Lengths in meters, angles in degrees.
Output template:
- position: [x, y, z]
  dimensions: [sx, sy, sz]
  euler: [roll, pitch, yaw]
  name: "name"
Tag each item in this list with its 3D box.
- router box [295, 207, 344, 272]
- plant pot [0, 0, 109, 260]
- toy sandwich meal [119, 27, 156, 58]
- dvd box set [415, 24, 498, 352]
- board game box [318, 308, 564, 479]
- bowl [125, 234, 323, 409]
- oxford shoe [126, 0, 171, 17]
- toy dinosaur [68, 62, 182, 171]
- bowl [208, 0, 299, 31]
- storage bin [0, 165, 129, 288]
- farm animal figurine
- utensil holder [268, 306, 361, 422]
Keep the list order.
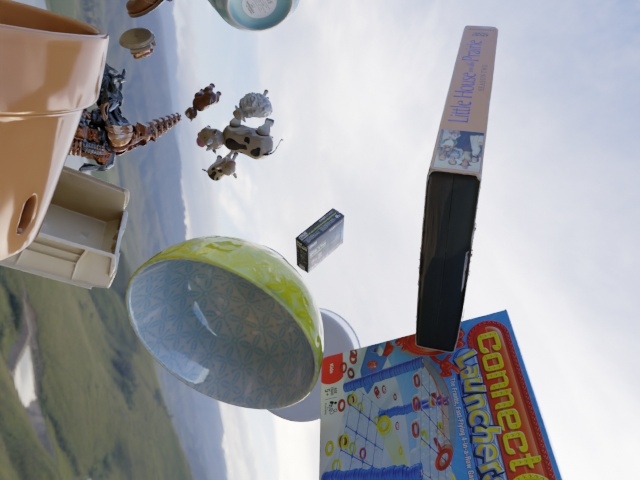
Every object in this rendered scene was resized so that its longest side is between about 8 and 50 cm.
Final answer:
- position: [0.000, 0.000, 1.094]
  dimensions: [0.038, 0.122, 0.092]
  euler: [33, -33, 26]
  name: "router box"
- position: [-0.342, -0.104, 0.419]
  dimensions: [0.291, 0.290, 0.204]
  euler: [48, -52, 55]
  name: "plant pot"
- position: [-0.398, -0.433, 1.107]
  dimensions: [0.029, 0.085, 0.086]
  euler: [89, -19, -53]
  name: "toy sandwich meal"
- position: [0.208, -0.093, 0.757]
  dimensions: [0.420, 0.062, 0.308]
  euler: [-66, 157, -45]
  name: "dvd box set"
- position: [0.150, 0.273, 0.692]
  dimensions: [0.086, 0.301, 0.308]
  euler: [57, 22, -37]
  name: "board game box"
- position: [-0.115, 0.094, 0.744]
  dimensions: [0.156, 0.289, 0.290]
  euler: [-62, 164, -49]
  name: "bowl"
- position: [-0.345, -0.524, 1.041]
  dimensions: [0.212, 0.076, 0.076]
  euler: [-5, -41, 40]
  name: "oxford shoe"
- position: [-0.487, -0.263, 1.143]
  dimensions: [0.164, 0.322, 0.219]
  euler: [-18, -93, 36]
  name: "toy dinosaur"
- position: [-0.170, -0.671, 1.313]
  dimensions: [0.311, 0.311, 0.163]
  euler: [117, -37, -59]
  name: "bowl"
- position: [-0.586, -0.042, 1.166]
  dimensions: [0.123, 0.260, 0.262]
  euler: [-54, -149, 27]
  name: "storage bin"
- position: [-0.289, -0.314, 1.617]
  dimensions: [0.330, 0.326, 0.172]
  euler: [79, 23, -47]
  name: "farm animal figurine"
- position: [-0.034, 0.360, 1.533]
  dimensions: [0.385, 0.327, 0.328]
  euler: [69, 7, -79]
  name: "utensil holder"
